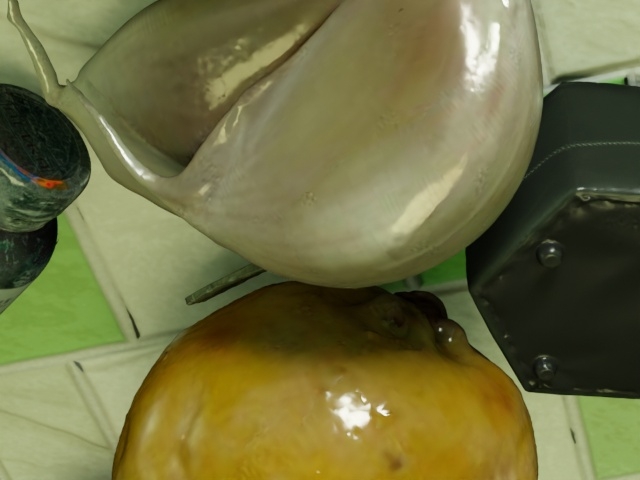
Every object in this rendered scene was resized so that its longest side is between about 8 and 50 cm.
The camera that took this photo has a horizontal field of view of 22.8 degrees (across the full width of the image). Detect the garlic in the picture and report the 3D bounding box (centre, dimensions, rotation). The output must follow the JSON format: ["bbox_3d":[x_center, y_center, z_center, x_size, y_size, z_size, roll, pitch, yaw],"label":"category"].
[{"bbox_3d":[-0.020,-0.076,1.036,0.340,0.231,0.246,-12,132,3],"label":"garlic"}]

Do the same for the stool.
[{"bbox_3d":[0.218,0.005,1.156,0.232,0.141,0.232,0,130,0],"label":"stool"}]

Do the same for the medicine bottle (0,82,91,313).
[{"bbox_3d":[-0.292,0.011,1.170,0.141,0.141,0.293,34,123,-25],"label":"medicine bottle"}]

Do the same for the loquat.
[{"bbox_3d":[0.005,0.181,1.198,0.328,0.328,0.328,0,130,0],"label":"loquat"}]

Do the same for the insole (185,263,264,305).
[{"bbox_3d":[0.000,0.000,1.206,0.248,0.081,0.011,-26,86,25],"label":"insole"}]
